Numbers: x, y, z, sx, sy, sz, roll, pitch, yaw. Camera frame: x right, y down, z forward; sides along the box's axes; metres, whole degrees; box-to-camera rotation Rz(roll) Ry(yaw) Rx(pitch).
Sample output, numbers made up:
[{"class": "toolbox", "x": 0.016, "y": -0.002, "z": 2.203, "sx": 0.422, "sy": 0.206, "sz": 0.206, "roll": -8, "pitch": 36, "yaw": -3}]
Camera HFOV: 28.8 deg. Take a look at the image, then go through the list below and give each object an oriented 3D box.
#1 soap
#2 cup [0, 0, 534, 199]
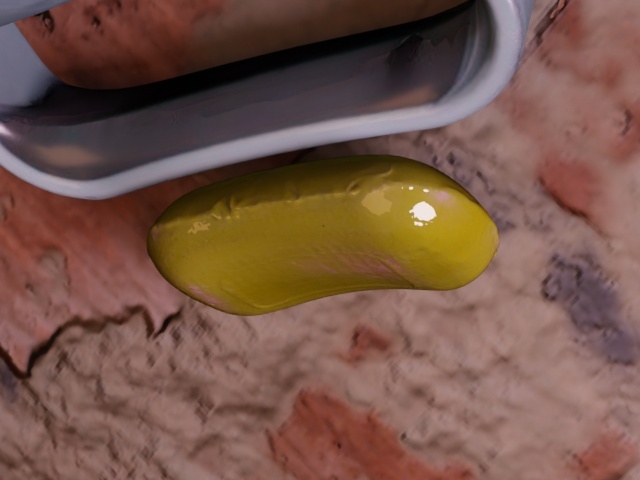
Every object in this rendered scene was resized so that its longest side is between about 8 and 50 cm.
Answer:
[{"class": "soap", "x": 0.000, "y": -0.001, "z": 0.494, "sx": 0.140, "sy": 0.089, "sz": 0.045, "roll": -9, "pitch": 63, "yaw": 26}, {"class": "cup", "x": -0.095, "y": -0.166, "z": 0.385, "sx": 0.311, "sy": 0.257, "sz": 0.331, "roll": -11, "pitch": 100, "yaw": 26}]
